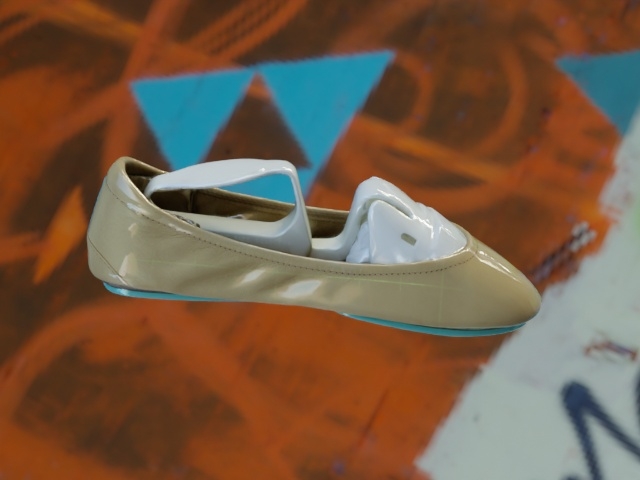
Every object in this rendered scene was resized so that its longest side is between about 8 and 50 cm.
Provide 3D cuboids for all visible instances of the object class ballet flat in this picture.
[{"bbox_3d":[0.000,0.000,0.869,0.080,0.232,0.073,-94,10,-66],"label":"ballet flat"}]
